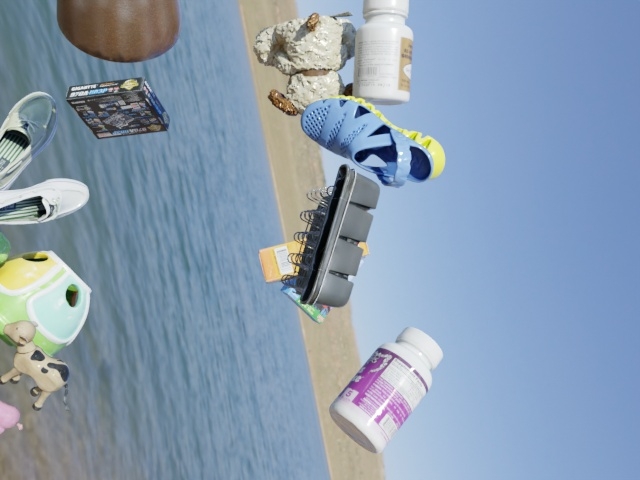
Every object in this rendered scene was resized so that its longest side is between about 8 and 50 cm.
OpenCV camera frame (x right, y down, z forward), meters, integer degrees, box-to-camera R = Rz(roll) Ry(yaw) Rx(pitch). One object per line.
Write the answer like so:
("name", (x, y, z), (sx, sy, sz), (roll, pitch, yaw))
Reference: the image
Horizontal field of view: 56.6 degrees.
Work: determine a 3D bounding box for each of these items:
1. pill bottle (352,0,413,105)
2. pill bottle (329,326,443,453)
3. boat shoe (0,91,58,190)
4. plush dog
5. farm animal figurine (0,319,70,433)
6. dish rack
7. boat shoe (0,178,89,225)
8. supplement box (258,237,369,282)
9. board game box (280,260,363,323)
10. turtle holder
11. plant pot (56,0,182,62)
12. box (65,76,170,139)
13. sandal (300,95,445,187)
("pill bottle", (0.142, -0.427, 1.342), (0.131, 0.131, 0.229), (-123, -145, -81))
("pill bottle", (0.174, 0.367, 1.501), (0.169, 0.301, 0.169), (36, -25, 19))
("boat shoe", (-0.699, -0.239, 1.395), (0.094, 0.109, 0.302), (-28, -140, 49))
("plush dog", (-0.013, -0.401, 1.393), (0.210, 0.263, 0.225), (-133, -145, -74))
("farm animal figurine", (-0.646, 0.194, 1.100), (0.326, 0.172, 0.330), (52, 20, 20))
("dish rack", (0.000, 0.000, 0.948), (0.271, 0.074, 0.208), (1, -108, 71))
("boat shoe", (-0.534, -0.062, 1.131), (0.076, 0.226, 0.083), (26, -60, 31))
("supplement box", (-0.016, 0.031, 1.311), (0.078, 0.234, 0.080), (117, -40, -81))
("board game box", (0.009, 0.092, 1.563), (0.039, 0.211, 0.160), (19, -22, 47))
("turtle holder", (-0.682, 0.122, 1.357), (0.320, 0.227, 0.243), (53, -19, -22))
("plant pot", (-0.333, -0.456, 0.978), (0.230, 0.216, 0.215), (117, -35, -57))
("box", (-0.552, -0.360, 1.633), (0.175, 0.221, 0.051), (68, 19, -60))
("sandal", (0.093, -0.200, 1.218), (0.138, 0.318, 0.126), (-44, 153, -50))
